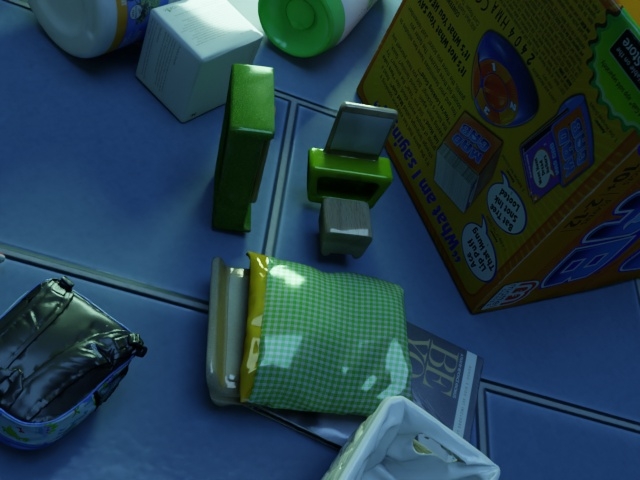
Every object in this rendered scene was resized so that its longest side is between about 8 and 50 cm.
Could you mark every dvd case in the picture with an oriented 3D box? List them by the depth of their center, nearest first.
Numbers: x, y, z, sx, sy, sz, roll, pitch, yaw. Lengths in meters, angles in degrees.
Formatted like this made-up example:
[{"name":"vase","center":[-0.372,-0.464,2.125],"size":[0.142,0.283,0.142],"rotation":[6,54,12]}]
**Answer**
[{"name":"dvd case","center":[0.052,0.138,0.726],"size":[0.221,0.018,0.164],"rotation":[27,48,-5]}]

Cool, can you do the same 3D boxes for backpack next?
[{"name":"backpack","center":[-0.217,0.103,0.579],"size":[0.105,0.084,0.114],"rotation":[37,44,5]}]

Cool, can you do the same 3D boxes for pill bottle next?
[{"name":"pill bottle","center":[-0.196,-0.327,0.867],"size":[0.152,0.152,0.272],"rotation":[44,50,10]}]

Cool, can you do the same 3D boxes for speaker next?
[{"name":"speaker","center":[0.027,-0.370,1.025],"size":[0.131,0.131,0.296],"rotation":[33,48,0]}]

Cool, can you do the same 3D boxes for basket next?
[{"name":"basket","center":[0.048,0.229,0.588],"size":[0.113,0.103,0.167],"rotation":[36,56,2]}]

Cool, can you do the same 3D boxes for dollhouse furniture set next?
[{"name":"dollhouse furniture set","center":[0.000,0.000,0.694],"size":[0.197,0.151,0.301],"rotation":[7,50,-13]}]

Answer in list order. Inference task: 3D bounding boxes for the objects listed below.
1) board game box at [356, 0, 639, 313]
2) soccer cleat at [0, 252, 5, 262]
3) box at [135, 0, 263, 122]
[{"name":"board game box","center":[0.319,-0.178,0.863],"size":[0.356,0.356,0.356],"rotation":[-8,60,-29]},{"name":"soccer cleat","center":[-0.314,0.026,0.631],"size":[0.083,0.029,0.036],"rotation":[-5,67,-25]},{"name":"box","center":[-0.139,-0.211,0.840],"size":[0.087,0.101,0.102],"rotation":[46,50,11]}]
